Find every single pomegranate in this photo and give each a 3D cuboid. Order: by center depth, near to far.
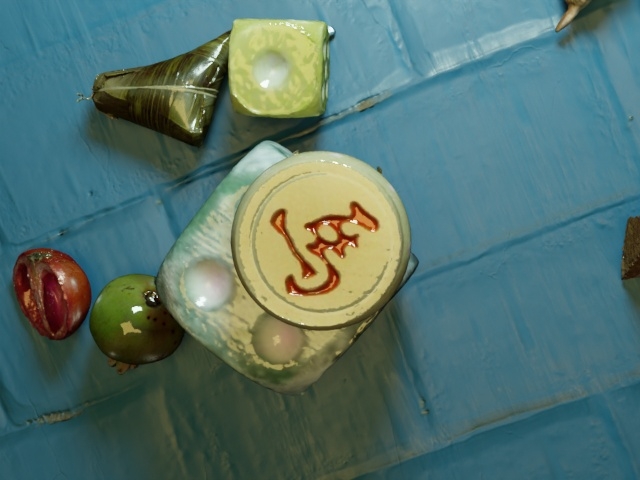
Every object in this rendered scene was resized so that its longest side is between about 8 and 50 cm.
[{"bbox_3d":[-0.358,0.160,1.618,0.211,0.179,0.179,-36,91,18],"label":"pomegranate"}]

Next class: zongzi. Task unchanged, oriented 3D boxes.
[{"bbox_3d":[-0.295,-0.322,1.614,0.248,0.111,0.240,19,85,7],"label":"zongzi"}]

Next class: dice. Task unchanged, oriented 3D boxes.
[{"bbox_3d":[-0.056,0.050,1.503,0.348,0.328,0.330,37,96,1],"label":"dice"},{"bbox_3d":[-0.071,-0.310,1.546,0.166,0.169,0.169,4,104,5],"label":"dice"}]

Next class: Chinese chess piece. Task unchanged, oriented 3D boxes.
[{"bbox_3d":[0.000,0.000,1.279,0.274,0.102,0.273,0,94,4],"label":"Chinese chess piece"}]

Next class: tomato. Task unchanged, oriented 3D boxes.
[{"bbox_3d":[-0.503,0.098,1.662,0.189,0.099,0.173,14,115,42],"label":"tomato"}]

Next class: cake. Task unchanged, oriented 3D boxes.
[{"bbox_3d":[0.608,-0.014,1.489,0.116,0.295,0.112,4,75,1],"label":"cake"}]

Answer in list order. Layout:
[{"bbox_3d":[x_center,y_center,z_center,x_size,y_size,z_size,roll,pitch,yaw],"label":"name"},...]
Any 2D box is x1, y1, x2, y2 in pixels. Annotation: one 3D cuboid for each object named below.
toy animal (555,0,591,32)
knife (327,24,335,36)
[{"bbox_3d":[0.429,-0.499,1.544,0.185,0.104,0.184,42,103,-4],"label":"toy animal"},{"bbox_3d":[-0.125,-0.367,1.635,0.313,0.019,0.044,-13,89,6],"label":"knife"}]
